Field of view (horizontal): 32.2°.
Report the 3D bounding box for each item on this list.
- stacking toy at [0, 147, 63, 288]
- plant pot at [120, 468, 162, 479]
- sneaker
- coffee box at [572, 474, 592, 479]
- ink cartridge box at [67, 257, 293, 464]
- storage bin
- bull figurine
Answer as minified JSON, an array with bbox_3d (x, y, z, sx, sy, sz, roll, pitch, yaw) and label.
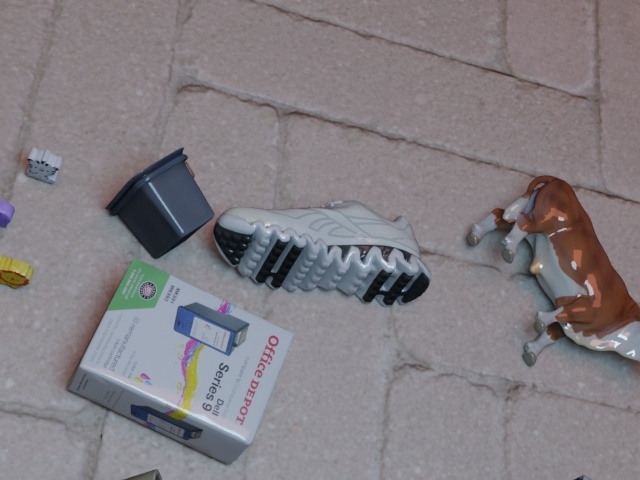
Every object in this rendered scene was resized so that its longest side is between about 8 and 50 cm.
[{"bbox_3d":[-0.425,-0.051,1.298,0.221,0.052,0.167,18,60,-11],"label":"stacking toy"},{"bbox_3d":[-0.271,0.371,1.052,0.274,0.256,0.256,-10,67,-5],"label":"plant pot"},{"bbox_3d":[0.000,0.000,1.413,0.292,0.110,0.118,13,53,-24],"label":"sneaker"},{"bbox_3d":[0.257,0.434,1.247,0.119,0.168,0.297,32,58,-3],"label":"coffee box"},{"bbox_3d":[-0.158,0.140,1.280,0.212,0.093,0.154,28,58,-8],"label":"ink cartridge box"},{"bbox_3d":[-0.185,-0.042,1.346,0.098,0.135,0.091,-36,92,-31],"label":"storage bin"},{"bbox_3d":[0.340,0.061,1.505,0.188,0.101,0.310,-19,73,-26],"label":"bull figurine"}]
